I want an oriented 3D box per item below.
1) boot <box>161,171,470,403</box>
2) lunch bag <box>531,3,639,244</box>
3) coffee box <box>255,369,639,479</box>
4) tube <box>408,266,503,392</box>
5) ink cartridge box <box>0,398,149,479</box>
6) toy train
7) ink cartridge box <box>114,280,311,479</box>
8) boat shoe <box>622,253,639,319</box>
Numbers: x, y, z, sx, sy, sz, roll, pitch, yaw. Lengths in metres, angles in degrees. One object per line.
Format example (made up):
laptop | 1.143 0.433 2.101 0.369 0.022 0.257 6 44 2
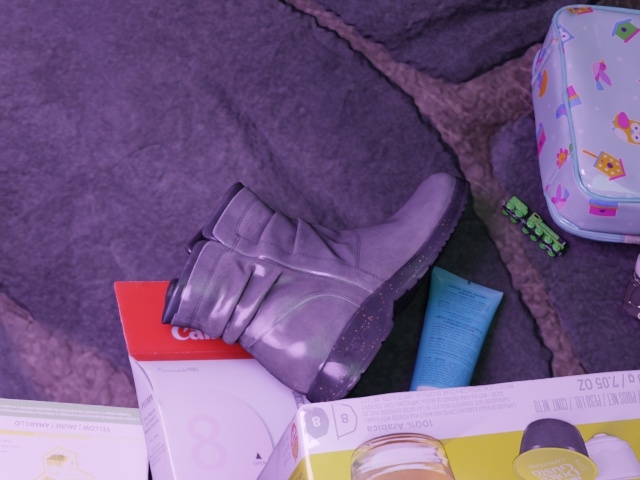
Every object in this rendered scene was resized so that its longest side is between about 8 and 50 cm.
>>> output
boot | 0.000 0.000 1.854 0.222 0.118 0.338 32 48 5
lunch bag | 0.353 -0.120 2.004 0.224 0.108 0.279 5 58 -13
coffee box | 0.134 0.337 1.628 0.337 0.338 0.334 -4 67 -15
tube | 0.130 0.123 1.891 0.080 0.052 0.207 23 58 -7
ink cartridge box | -0.251 0.271 1.729 0.171 0.056 0.235 6 63 -11
toy train | 0.233 -0.016 1.993 0.083 0.017 0.024 42 53 7
ink cartridge box | -0.091 0.137 1.799 0.189 0.066 0.232 0 68 -32
boat shoe | 0.437 0.070 1.976 0.227 0.069 0.081 13 29 -9
